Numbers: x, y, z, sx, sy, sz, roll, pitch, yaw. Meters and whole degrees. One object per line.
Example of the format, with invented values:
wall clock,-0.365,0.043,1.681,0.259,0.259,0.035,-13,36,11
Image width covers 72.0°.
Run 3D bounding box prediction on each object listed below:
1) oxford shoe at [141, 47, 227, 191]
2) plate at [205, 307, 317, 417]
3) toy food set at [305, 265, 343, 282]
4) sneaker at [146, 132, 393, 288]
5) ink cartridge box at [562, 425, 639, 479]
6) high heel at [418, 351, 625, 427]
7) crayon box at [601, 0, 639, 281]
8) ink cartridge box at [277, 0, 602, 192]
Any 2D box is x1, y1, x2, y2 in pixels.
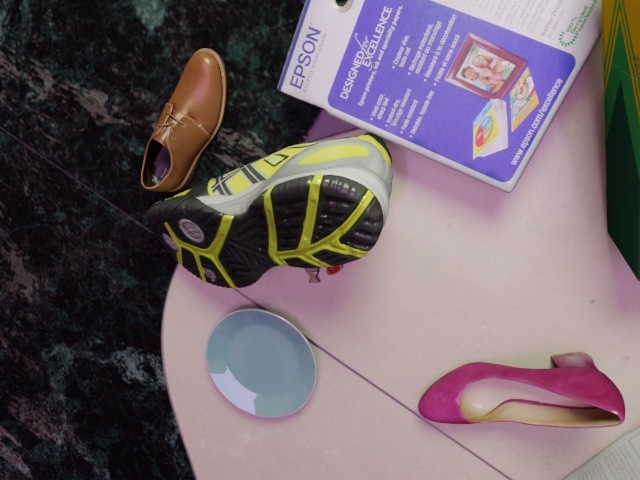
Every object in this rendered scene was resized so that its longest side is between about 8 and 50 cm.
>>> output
oxford shoe,-0.188,-0.158,0.603,0.076,0.076,0.213,28,108,9
plate,-0.093,0.192,0.696,0.187,0.024,0.188,4,105,14
toy food set,0.000,0.000,0.621,0.077,0.019,0.122,-13,101,18
sneaker,-0.073,-0.037,0.580,0.384,0.147,0.145,-5,127,34
ink cartridge box,0.369,0.360,0.462,0.091,0.308,0.385,40,110,3
high heel,0.240,0.212,0.559,0.243,0.117,0.082,-16,100,18
crayon box,0.452,-0.141,0.361,0.362,0.106,0.313,-12,122,19
ink cartridge box,0.144,-0.254,0.491,0.307,0.072,0.304,27,111,10
